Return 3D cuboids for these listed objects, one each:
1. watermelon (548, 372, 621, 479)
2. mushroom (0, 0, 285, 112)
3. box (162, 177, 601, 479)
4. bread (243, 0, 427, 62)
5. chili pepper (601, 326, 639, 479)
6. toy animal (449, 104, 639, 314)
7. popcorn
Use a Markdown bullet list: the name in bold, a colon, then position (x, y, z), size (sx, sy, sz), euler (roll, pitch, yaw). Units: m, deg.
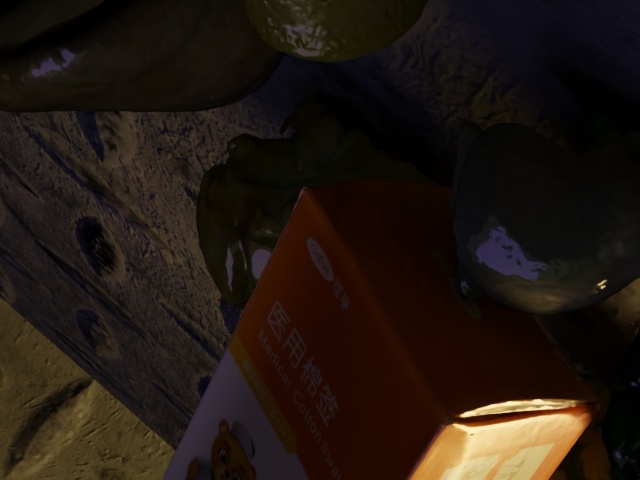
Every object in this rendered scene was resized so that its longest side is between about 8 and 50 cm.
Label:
- **watermelon**: position (0.204, 0.240, 1.272), size (0.285, 0.285, 0.285), euler (37, 161, 15)
- **mushroom**: position (-0.169, -0.158, 1.241), size (0.292, 0.217, 0.212), euler (25, 159, 39)
- **box**: position (0.030, 0.148, 1.144), size (0.225, 0.143, 0.341), euler (59, 138, 36)
- **bread**: position (0.001, -0.187, 1.028), size (0.129, 0.111, 0.114), euler (25, 147, 31)
- **chili pepper**: position (0.270, 0.118, 1.026), size (0.174, 0.165, 0.261), euler (43, -173, 30)
- **toy animal**: position (0.211, -0.010, 0.985), size (0.251, 0.125, 0.127), euler (9, 116, 28)
- **popcorn**: position (0.000, 0.000, 1.309), size (0.221, 0.184, 0.204), euler (28, 152, 20)
